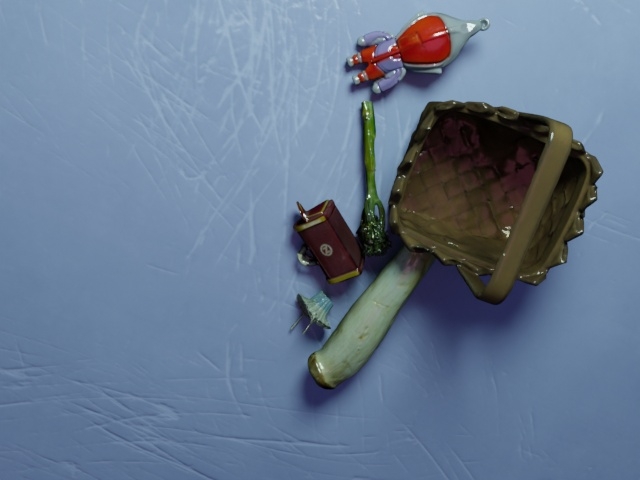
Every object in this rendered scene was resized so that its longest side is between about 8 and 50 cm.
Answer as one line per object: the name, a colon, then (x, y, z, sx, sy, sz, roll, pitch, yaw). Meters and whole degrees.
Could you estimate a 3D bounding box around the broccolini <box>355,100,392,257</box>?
broccolini: (0.090, -0.098, 1.092, 0.071, 0.057, 0.255, 2, 94, 21)

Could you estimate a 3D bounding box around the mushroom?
mushroom: (0.089, 0.128, 1.121, 0.081, 0.100, 0.312, 39, 98, 11)

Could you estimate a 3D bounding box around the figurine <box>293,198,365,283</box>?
figurine: (-0.001, 0.000, 1.104, 0.098, 0.082, 0.154, -29, 104, 22)

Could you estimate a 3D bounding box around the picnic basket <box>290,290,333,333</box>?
picnic basket: (-0.015, 0.126, 1.132, 0.083, 0.065, 0.083, -43, 108, -11)

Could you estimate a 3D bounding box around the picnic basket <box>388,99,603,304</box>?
picnic basket: (0.254, -0.069, 0.981, 0.291, 0.321, 0.254, 19, 105, -7)

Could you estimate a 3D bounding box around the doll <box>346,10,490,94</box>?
doll: (0.153, -0.303, 1.037, 0.227, 0.075, 0.102, -20, 94, 10)
